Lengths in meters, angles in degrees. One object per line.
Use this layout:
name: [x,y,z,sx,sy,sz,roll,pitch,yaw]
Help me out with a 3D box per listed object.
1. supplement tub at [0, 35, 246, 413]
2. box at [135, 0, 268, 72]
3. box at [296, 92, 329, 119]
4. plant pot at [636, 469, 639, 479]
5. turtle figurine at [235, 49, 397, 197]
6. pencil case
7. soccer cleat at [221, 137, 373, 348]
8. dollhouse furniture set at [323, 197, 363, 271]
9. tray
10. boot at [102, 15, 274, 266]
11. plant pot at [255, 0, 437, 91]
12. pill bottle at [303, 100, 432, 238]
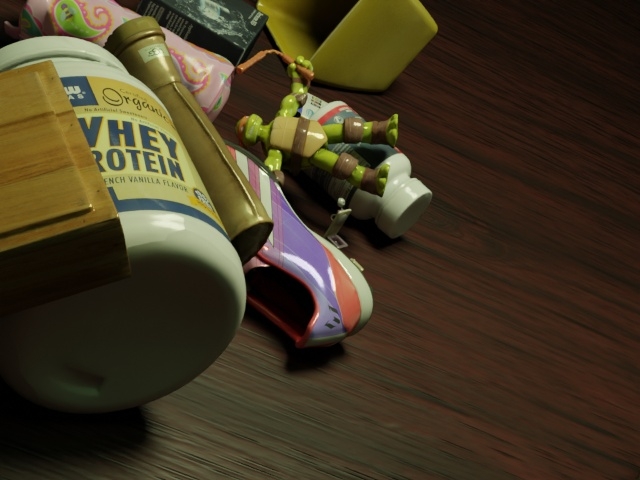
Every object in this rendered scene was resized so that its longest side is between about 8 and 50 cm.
supplement tub: [-0.221,-0.023,1.151,0.228,0.228,0.316,8,37,-36]
box: [-0.174,-0.298,1.758,0.158,0.093,0.156,31,29,-5]
box: [0.016,-0.167,1.808,0.136,0.028,0.081,25,30,-9]
plant pot: [0.456,0.290,1.294,0.323,0.323,0.280,41,46,16]
turtle figurine: [-0.019,-0.112,1.559,0.217,0.087,0.269,12,56,3]
pencil case: [-0.249,-0.236,1.572,0.284,0.124,0.124,29,29,-4]
soccer cleat: [-0.081,-0.005,1.389,0.318,0.108,0.116,45,32,16]
dollhouse furniture set: [0.000,0.000,1.479,0.091,0.081,0.114,44,31,21]
tray: [-0.371,-0.003,0.928,0.411,0.076,0.203,-18,48,-14]
boot: [-0.169,-0.073,1.351,0.089,0.236,0.269,-23,74,-27]
plant pot: [0.058,-0.360,1.978,0.187,0.212,0.212,23,28,-40]
pill bottle: [0.057,-0.091,1.647,0.180,0.108,0.108,43,31,18]
